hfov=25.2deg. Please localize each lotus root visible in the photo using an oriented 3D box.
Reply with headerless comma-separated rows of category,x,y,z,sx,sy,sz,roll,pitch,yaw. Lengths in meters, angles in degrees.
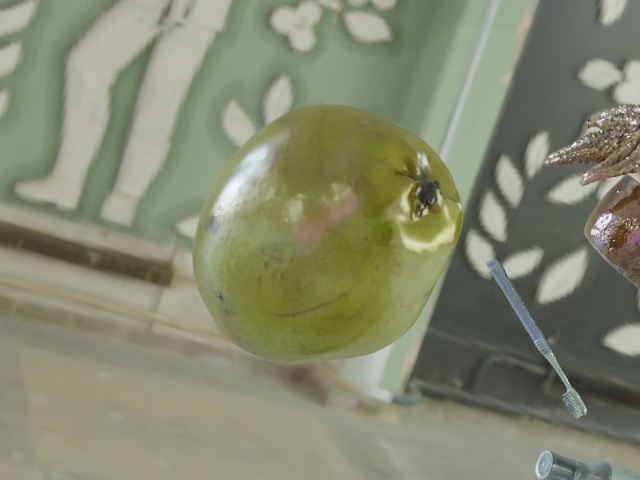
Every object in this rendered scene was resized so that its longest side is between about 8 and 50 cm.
lotus root,0.314,-0.004,1.370,0.122,0.081,0.112,36,14,-26

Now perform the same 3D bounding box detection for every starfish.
starfish,0.305,-0.102,1.305,0.240,0.043,0.227,-33,11,-38

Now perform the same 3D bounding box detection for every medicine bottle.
medicine bottle,0.399,0.343,2.005,0.208,0.053,0.090,21,-30,-19

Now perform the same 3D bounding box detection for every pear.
pear,0.000,0.000,1.201,0.212,0.212,0.269,12,-28,-37

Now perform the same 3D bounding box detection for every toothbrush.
toothbrush,0.262,0.119,1.747,0.019,0.219,0.016,-27,-5,-34
